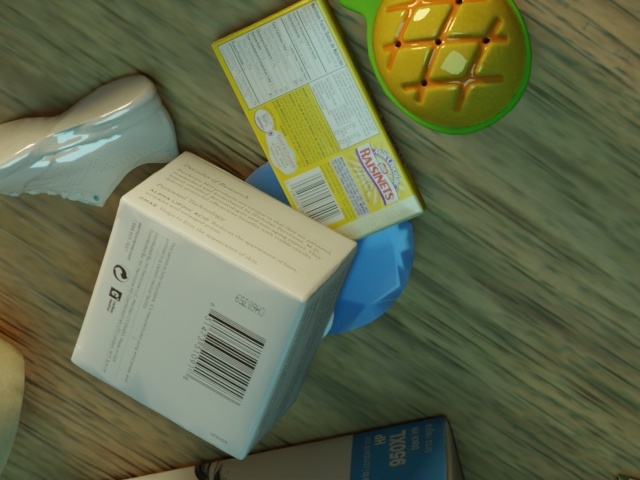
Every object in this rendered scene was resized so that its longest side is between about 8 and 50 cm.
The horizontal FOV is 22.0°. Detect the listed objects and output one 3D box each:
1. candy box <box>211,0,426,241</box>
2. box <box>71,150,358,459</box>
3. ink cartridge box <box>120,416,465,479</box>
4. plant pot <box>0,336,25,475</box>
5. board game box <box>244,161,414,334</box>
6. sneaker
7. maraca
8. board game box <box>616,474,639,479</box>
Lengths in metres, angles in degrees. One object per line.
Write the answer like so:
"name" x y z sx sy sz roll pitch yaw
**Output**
"candy box" -0.001 -0.097 1.392 0.105 0.027 0.205 -23 101 15
"box" -0.091 0.054 1.404 0.182 0.119 0.181 29 121 11
"ink cartridge box" -0.040 0.356 1.551 0.395 0.166 0.285 -12 113 8
"plant pot" -0.409 0.128 1.447 0.274 0.256 0.256 13 116 -21
"board game box" 0.000 0.000 1.454 0.169 0.033 0.133 35 110 0
"sneaker" -0.224 -0.062 1.422 0.212 0.080 0.094 -19 124 11
"maraca" 0.093 -0.173 1.337 0.127 0.099 0.185 -35 83 9
"board game box" 0.391 0.314 1.581 0.260 0.030 0.136 13 113 -2
